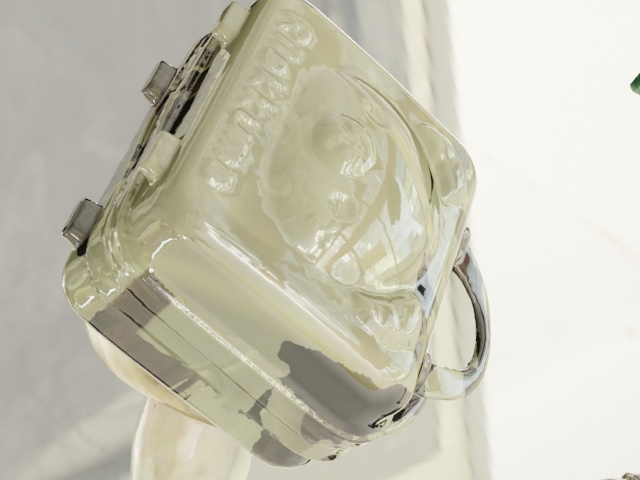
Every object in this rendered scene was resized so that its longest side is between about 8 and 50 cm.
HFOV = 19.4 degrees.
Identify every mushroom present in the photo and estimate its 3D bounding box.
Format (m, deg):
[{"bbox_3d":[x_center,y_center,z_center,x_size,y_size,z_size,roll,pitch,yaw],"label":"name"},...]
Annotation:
[{"bbox_3d":[-0.088,0.099,1.966,0.353,0.353,0.325,-11,-133,12],"label":"mushroom"}]

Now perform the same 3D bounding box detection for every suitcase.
[{"bbox_3d":[0.000,0.000,1.466,0.194,0.339,0.351,-36,-160,37],"label":"suitcase"}]

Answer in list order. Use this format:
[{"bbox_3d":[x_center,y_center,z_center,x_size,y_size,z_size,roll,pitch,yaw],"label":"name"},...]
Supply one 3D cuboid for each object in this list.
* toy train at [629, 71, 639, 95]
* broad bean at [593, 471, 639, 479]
[{"bbox_3d":[0.370,-0.155,1.890,0.050,0.081,0.122,9,-146,-46],"label":"toy train"},{"bbox_3d":[0.196,0.317,1.713,0.318,0.098,0.056,-36,-144,-15],"label":"broad bean"}]
